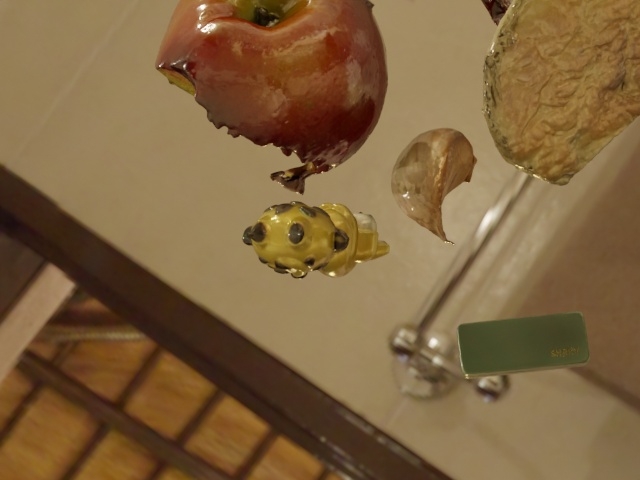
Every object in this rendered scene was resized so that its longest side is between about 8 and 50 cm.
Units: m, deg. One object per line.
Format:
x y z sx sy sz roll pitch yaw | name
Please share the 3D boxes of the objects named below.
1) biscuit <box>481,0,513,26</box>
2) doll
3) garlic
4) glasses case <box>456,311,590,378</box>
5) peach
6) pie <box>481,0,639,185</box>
0.243 -0.343 1.622 0.151 0.235 0.063 -31 -6 -31 | biscuit
0.000 -0.001 1.400 0.291 0.117 0.086 4 -85 -72 | doll
0.164 -0.098 1.950 0.206 0.115 0.128 -65 -32 -47 | garlic
0.292 0.151 1.823 0.039 0.184 0.077 70 -166 -72 | glasses case
-0.055 -0.277 1.920 0.310 0.335 0.406 -51 -26 3 | peach
0.229 -0.161 1.115 0.218 0.052 0.185 -46 -51 4 | pie
